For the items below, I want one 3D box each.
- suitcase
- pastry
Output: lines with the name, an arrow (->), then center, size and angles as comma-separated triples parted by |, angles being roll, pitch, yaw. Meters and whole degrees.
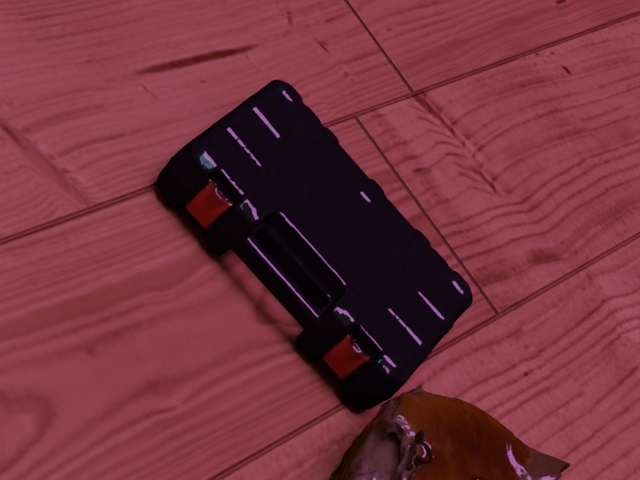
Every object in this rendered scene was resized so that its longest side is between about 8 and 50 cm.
suitcase -> 0.000, 0.000, 1.799 | 0.285, 0.066, 0.206 | 48, 34, -1
pastry -> 0.118, 0.242, 1.649 | 0.236, 0.121, 0.257 | 44, 36, -8
